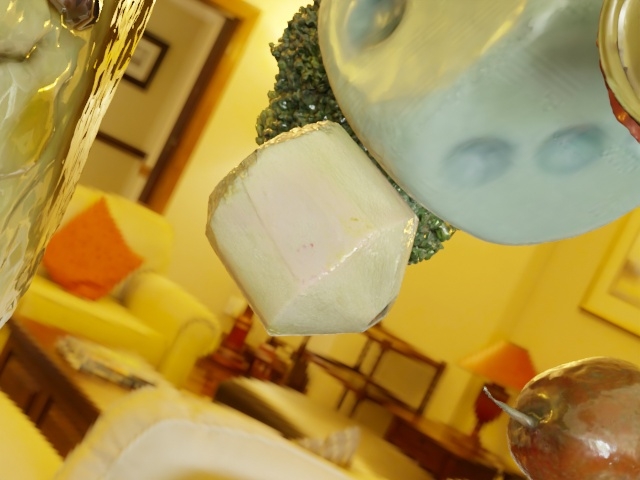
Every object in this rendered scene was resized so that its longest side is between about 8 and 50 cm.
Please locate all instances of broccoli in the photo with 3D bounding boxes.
[{"bbox_3d":[0.041,-0.147,1.368,0.249,0.302,0.375,-8,-42,17],"label":"broccoli"}]

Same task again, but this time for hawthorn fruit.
[{"bbox_3d":[0.229,0.182,1.064,0.189,0.149,0.149,-12,20,-24],"label":"hawthorn fruit"}]

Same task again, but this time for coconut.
[{"bbox_3d":[0.000,0.000,0.897,0.152,0.147,0.147,53,6,7],"label":"coconut"}]

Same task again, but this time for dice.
[{"bbox_3d":[0.175,-0.173,1.021,0.268,0.262,0.264,27,35,-42],"label":"dice"}]

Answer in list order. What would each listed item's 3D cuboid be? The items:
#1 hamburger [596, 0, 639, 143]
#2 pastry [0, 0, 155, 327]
[{"bbox_3d":[0.267,-0.125,0.744,0.175,0.175,0.137,28,18,33],"label":"hamburger"},{"bbox_3d":[-0.216,-0.136,0.436,0.313,0.388,0.388,21,2,-4],"label":"pastry"}]
